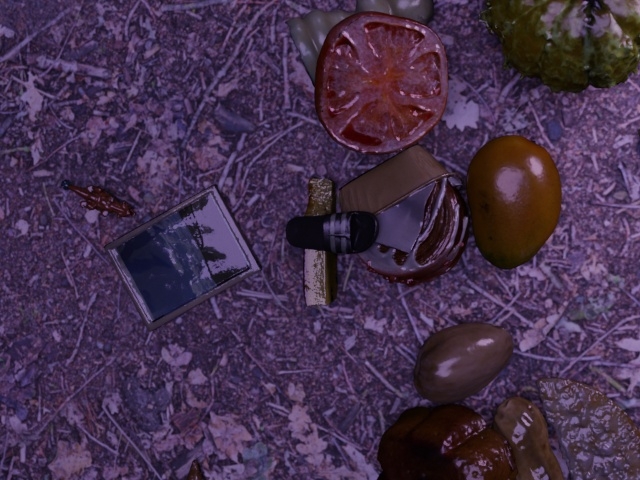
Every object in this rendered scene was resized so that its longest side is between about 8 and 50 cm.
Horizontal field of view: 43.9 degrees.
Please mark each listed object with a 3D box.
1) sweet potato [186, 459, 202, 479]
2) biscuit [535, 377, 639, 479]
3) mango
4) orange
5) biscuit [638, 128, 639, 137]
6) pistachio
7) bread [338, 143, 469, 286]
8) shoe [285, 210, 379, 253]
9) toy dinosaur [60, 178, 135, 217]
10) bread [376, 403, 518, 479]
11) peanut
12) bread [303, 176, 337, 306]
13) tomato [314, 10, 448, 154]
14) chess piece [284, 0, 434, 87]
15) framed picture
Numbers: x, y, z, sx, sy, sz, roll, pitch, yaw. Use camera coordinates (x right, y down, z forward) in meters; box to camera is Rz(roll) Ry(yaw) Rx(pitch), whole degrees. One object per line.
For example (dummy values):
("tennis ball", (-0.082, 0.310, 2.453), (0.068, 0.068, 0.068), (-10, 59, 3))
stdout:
("sweet potato", (-0.255, 0.514, 1.490), (0.068, 0.060, 0.205), (17, 85, -27))
("biscuit", (0.471, 0.351, 1.332), (0.141, 0.038, 0.289), (-19, 90, 12))
("mango", (0.321, -0.064, 1.310), (0.152, 0.120, 0.221), (-9, 97, 11))
("orange", (0.411, -0.373, 1.228), (0.300, 0.223, 0.301), (16, 99, 22))
("biscuit", (0.649, -0.142, 1.287), (0.232, 0.016, 0.139), (-11, 88, 12))
("pistachio", (0.240, 0.202, 1.344), (0.186, 0.108, 0.126), (-32, 92, 2))
("bread", (0.149, -0.034, 1.345), (0.224, 0.142, 0.211), (-30, 72, 15))
("shoe", (0.009, -0.012, 1.307), (0.179, 0.049, 0.071), (0, 93, 33))
("toy dinosaur", (-0.423, -0.080, 1.504), (0.154, 0.055, 0.049), (25, 100, 3))
("bread", (0.209, 0.397, 1.316), (0.247, 0.135, 0.232), (-4, 93, 43))
("peanut", (0.347, 0.376, 1.332), (0.098, 0.103, 0.229), (-15, 88, -25))
("bread", (0.000, 0.000, 1.399), (0.049, 0.088, 0.226), (0, 94, 14))
("tomato", (0.091, -0.261, 1.293), (0.237, 0.095, 0.236), (-5, 115, -12))
("chess piece", (0.077, -0.363, 1.353), (0.243, 0.133, 0.133), (-23, 87, 7))
("framed picture", (-0.260, 0.033, 1.492), (0.260, 0.023, 0.189), (-28, 89, 11))
